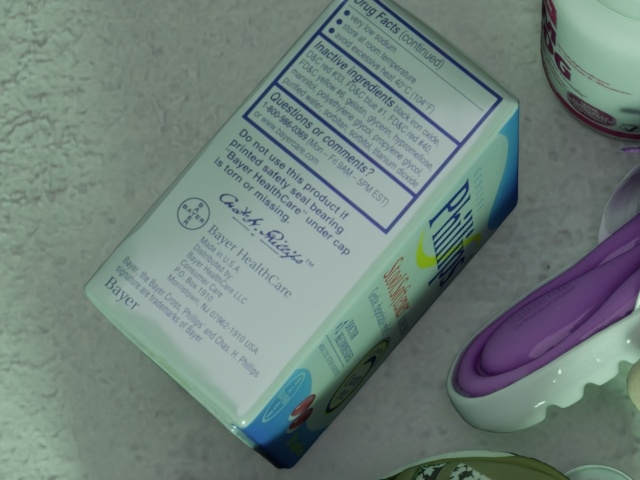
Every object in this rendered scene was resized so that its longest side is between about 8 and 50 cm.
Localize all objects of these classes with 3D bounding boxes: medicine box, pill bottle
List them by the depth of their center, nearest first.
[{"bbox_3d":[0.000,0.000,1.318,0.149,0.263,0.289,40,84,13],"label":"medicine box"},{"bbox_3d":[0.240,-0.185,1.327,0.160,0.283,0.160,-2,76,6],"label":"pill bottle"}]

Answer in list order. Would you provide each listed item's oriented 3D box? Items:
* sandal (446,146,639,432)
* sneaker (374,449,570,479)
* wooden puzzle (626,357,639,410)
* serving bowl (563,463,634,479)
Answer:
[{"bbox_3d":[0.251,-0.019,1.337,0.416,0.169,0.102,-42,112,-3],"label":"sandal"},{"bbox_3d":[-0.014,0.236,1.257,0.410,0.182,0.158,-12,82,24],"label":"sneaker"},{"bbox_3d":[0.364,0.094,1.297,0.238,0.044,0.221,40,101,-22],"label":"wooden puzzle"},{"bbox_3d":[0.207,0.207,1.362,0.083,0.027,0.083,-1,87,19],"label":"serving bowl"}]
